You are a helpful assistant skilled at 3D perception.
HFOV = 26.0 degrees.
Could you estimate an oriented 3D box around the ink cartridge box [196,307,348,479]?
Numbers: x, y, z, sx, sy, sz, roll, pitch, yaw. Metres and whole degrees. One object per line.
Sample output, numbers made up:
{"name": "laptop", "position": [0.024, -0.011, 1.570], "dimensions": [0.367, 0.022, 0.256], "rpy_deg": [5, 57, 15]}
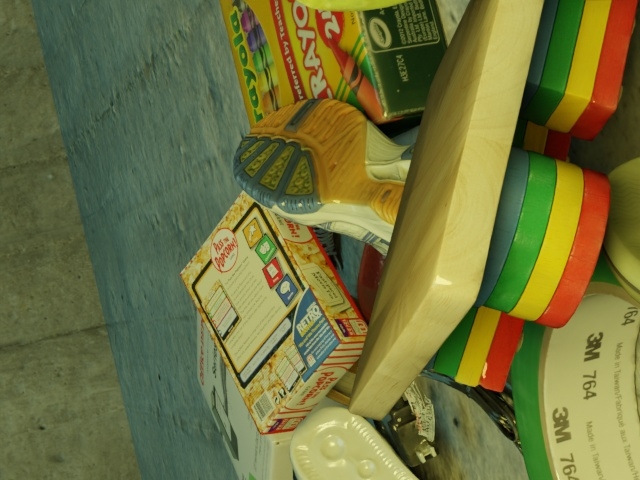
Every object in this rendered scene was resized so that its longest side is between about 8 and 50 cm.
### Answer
{"name": "ink cartridge box", "position": [-0.058, 0.190, 1.684], "dimensions": [0.198, 0.115, 0.272], "rpy_deg": [95, 155, -44]}

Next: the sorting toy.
{"name": "sorting toy", "position": [0.108, -0.033, 0.829], "dimensions": [0.257, 0.089, 0.255], "rpy_deg": [113, 173, -68]}

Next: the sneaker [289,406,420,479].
{"name": "sneaker", "position": [0.087, 0.322, 1.384], "dimensions": [0.322, 0.130, 0.236], "rpy_deg": [52, 171, 26]}

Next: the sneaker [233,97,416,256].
{"name": "sneaker", "position": [0.050, -0.024, 1.095], "dimensions": [0.296, 0.112, 0.131], "rpy_deg": [22, 159, 46]}

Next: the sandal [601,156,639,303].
{"name": "sandal", "position": [0.221, -0.001, 0.657], "dimensions": [0.303, 0.120, 0.086], "rpy_deg": [-120, 12, -70]}

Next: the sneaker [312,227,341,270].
{"name": "sneaker", "position": [0.000, 0.000, 1.496], "dimensions": [0.118, 0.042, 0.067], "rpy_deg": [105, 152, -69]}

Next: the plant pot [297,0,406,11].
{"name": "plant pot", "position": [0.008, -0.280, 0.816], "dimensions": [0.253, 0.276, 0.276], "rpy_deg": [-100, 11, -45]}

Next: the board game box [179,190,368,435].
{"name": "board game box", "position": [-0.046, 0.061, 1.296], "dimensions": [0.146, 0.045, 0.193], "rpy_deg": [-50, 56, 34]}

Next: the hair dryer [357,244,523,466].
{"name": "hair dryer", "position": [0.116, 0.061, 1.192], "dimensions": [0.224, 0.080, 0.293], "rpy_deg": [-9, 99, 56]}

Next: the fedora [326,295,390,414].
{"name": "fedora", "position": [0.016, 0.099, 1.405], "dimensions": [0.079, 0.194, 0.194], "rpy_deg": [-58, 31, 9]}

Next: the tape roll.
{"name": "tape roll", "position": [0.227, 0.133, 0.860], "dimensions": [0.321, 0.077, 0.321], "rpy_deg": [168, 90, -71]}

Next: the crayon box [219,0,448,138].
{"name": "crayon box", "position": [-0.003, -0.173, 1.266], "dimensions": [0.318, 0.081, 0.202], "rpy_deg": [-23, 80, 65]}
